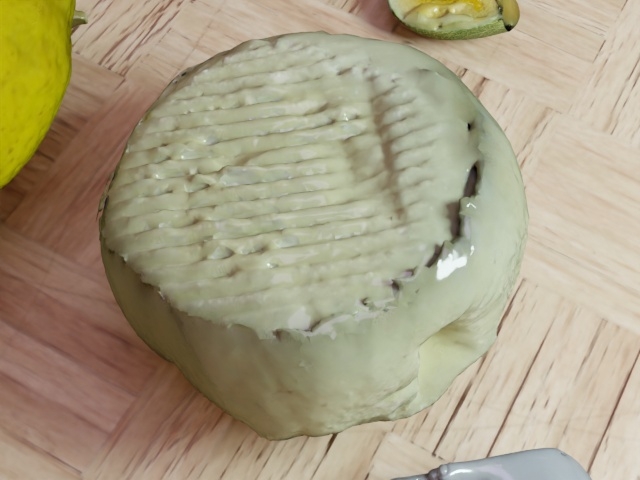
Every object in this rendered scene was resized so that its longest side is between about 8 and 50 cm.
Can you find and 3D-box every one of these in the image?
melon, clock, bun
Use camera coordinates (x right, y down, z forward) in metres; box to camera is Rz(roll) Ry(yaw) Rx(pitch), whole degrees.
[{"bbox_3d":[0.134,-0.258,1.151,0.128,0.079,0.160,-16,61,6],"label":"melon"},{"bbox_3d":[0.141,0.233,0.845,0.176,0.080,0.117,-8,59,-9],"label":"clock"},{"bbox_3d":[0.000,0.000,0.890,0.359,0.211,0.360,-7,52,9],"label":"bun"}]

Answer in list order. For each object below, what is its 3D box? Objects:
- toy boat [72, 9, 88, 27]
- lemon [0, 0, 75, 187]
[{"bbox_3d":[-0.342,-0.239,1.080,0.226,0.088,0.068,-1,60,-7],"label":"toy boat"},{"bbox_3d":[-0.373,-0.169,0.884,0.387,0.350,0.350,-21,63,-8],"label":"lemon"}]
